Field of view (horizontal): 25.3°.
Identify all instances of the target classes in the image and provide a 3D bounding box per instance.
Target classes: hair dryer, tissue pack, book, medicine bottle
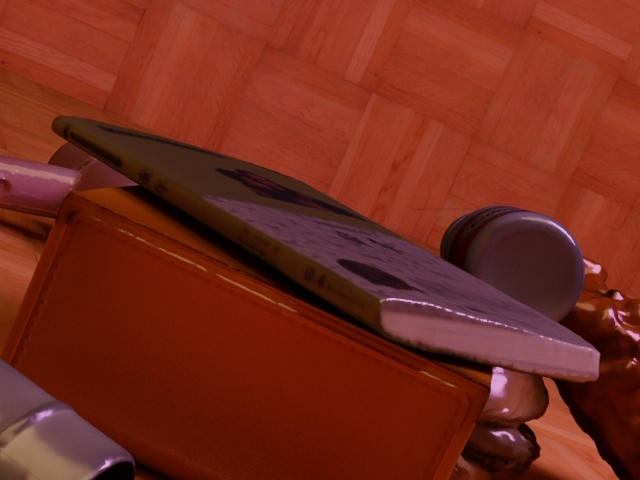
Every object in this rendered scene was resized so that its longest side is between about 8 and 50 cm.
[{"bbox_3d":[-0.301,-0.048,1.331,0.344,0.107,0.189,10,15,-29],"label":"hair dryer"},{"bbox_3d":[-0.041,0.082,0.920,0.274,0.145,0.194,26,8,6],"label":"tissue pack"},{"bbox_3d":[0.000,0.000,0.967,0.239,0.035,0.352,15,12,-47],"label":"book"},{"bbox_3d":[0.143,0.016,1.133,0.090,0.090,0.217,24,2,-5],"label":"medicine bottle"}]

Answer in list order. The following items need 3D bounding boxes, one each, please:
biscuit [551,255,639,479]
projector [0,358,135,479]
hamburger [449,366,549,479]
[{"bbox_3d":[0.280,0.156,1.201,0.318,0.110,0.312,57,5,-4],"label":"biscuit"},{"bbox_3d":[-0.235,0.035,0.577,0.337,0.108,0.108,34,9,13],"label":"projector"},{"bbox_3d":[0.046,0.095,1.144,0.283,0.145,0.259,29,3,-9],"label":"hamburger"}]
